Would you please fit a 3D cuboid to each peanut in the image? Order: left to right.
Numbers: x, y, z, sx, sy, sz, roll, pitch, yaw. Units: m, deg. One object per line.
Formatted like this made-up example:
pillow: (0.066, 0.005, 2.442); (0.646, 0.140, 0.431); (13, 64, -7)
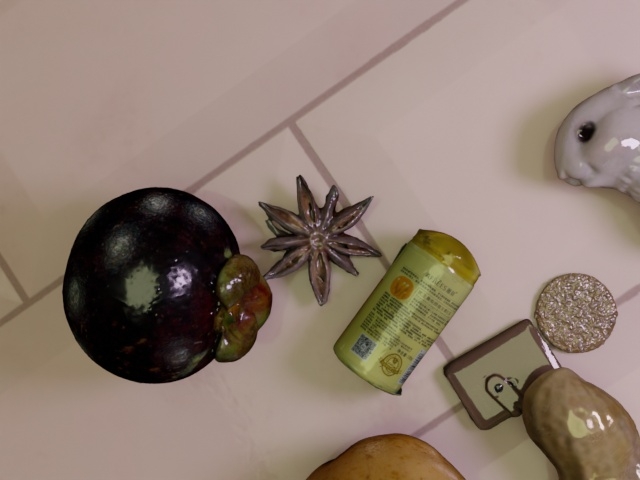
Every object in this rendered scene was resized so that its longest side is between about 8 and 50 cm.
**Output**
peanut: (0.390, 0.320, 1.291); (0.149, 0.149, 0.313); (-26, 91, 5)

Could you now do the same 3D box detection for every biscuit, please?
biscuit: (0.373, 0.106, 1.361); (0.120, 0.015, 0.120); (0, 88, 7)

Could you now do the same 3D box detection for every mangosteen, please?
mangosteen: (-0.215, 0.066, 1.303); (0.288, 0.288, 0.288); (0, 89, 7)

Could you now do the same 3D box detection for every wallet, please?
wallet: (0.269, 0.198, 1.360); (0.152, 0.039, 0.118); (-33, 83, 3)

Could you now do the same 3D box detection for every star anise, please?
star anise: (0.000, 0.000, 1.385); (0.182, 0.065, 0.195); (-1, 90, 2)

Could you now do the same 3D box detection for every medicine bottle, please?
medicine bottle: (0.129, 0.097, 1.340); (0.124, 0.124, 0.239); (35, 92, 6)

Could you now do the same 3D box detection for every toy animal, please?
toy animal: (0.512, -0.118, 1.277); (0.357, 0.194, 0.258); (28, 102, 14)

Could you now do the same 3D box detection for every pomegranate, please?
pomegranate: (0.091, 0.409, 1.265); (0.307, 0.307, 0.307); (0, 89, 7)
